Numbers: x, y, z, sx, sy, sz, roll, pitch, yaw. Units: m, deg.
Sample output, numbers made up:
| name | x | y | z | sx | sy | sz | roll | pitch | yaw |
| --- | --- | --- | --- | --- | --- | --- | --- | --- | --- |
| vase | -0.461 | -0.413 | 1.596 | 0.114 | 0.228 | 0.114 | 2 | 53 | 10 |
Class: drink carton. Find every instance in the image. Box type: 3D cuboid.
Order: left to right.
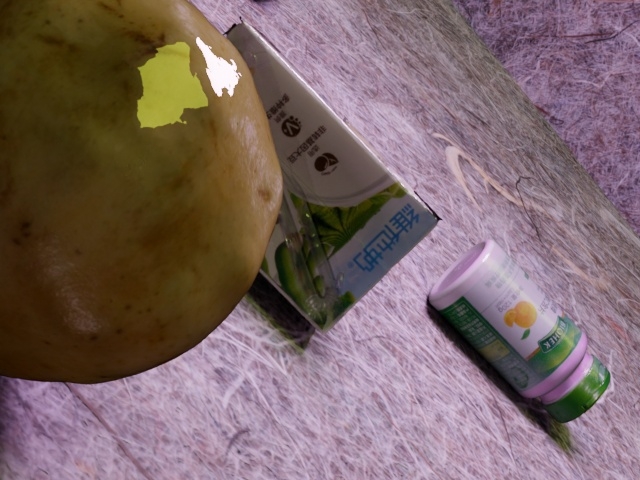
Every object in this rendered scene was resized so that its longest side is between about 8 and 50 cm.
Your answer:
| name | x | y | z | sx | sy | sz | roll | pitch | yaw |
| --- | --- | --- | --- | --- | --- | --- | --- | --- | --- |
| drink carton | -0.044 | -0.077 | 1.624 | 0.324 | 0.194 | 0.132 | 45 | 6 | -6 |

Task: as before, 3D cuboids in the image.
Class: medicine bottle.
| name | x | y | z | sx | sy | sz | roll | pitch | yaw |
| --- | --- | --- | --- | --- | --- | --- | --- | --- | --- |
| medicine bottle | 0.293 | 0.136 | 2.038 | 0.274 | 0.133 | 0.133 | 46 | 20 | -7 |

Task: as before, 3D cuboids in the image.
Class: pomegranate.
| name | x | y | z | sx | sy | sz | roll | pitch | yaw |
| --- | --- | --- | --- | --- | --- | --- | --- | --- | --- |
| pomegranate | -0.192 | -0.054 | 1.089 | 0.332 | 0.332 | 0.332 | 41 | 21 | -19 |

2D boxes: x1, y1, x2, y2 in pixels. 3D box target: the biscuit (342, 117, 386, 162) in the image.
| name | x | y | z | sx | sy | sz | roll | pitch | yaw |
| --- | --- | --- | --- | --- | --- | --- | --- | --- | --- |
| biscuit | 0.070 | -0.096 | 2.107 | 0.188 | 0.040 | 0.265 | 27 | 29 | -45 |
